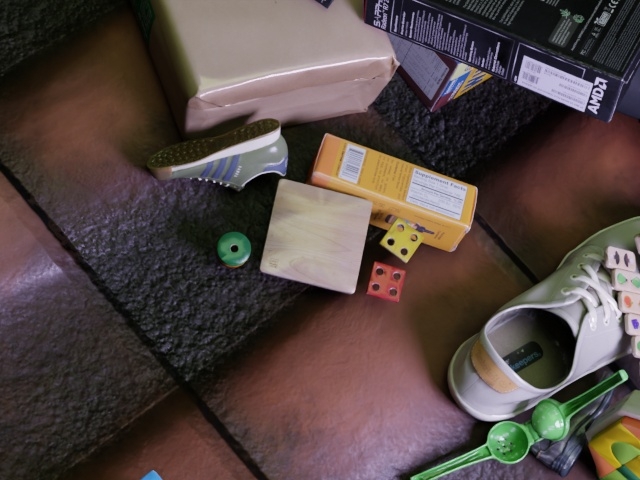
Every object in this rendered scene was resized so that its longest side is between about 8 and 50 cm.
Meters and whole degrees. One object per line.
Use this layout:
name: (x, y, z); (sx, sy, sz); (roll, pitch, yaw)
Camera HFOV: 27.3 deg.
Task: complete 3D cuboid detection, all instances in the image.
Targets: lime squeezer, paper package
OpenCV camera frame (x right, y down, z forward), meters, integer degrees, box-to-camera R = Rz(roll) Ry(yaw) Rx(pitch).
lime squeezer: (0.265, 0.240, 1.712); (0.310, 0.110, 0.059); (-30, 55, 17)
paper package: (-0.097, -0.326, 1.869); (0.309, 0.168, 0.325); (-13, 71, -20)

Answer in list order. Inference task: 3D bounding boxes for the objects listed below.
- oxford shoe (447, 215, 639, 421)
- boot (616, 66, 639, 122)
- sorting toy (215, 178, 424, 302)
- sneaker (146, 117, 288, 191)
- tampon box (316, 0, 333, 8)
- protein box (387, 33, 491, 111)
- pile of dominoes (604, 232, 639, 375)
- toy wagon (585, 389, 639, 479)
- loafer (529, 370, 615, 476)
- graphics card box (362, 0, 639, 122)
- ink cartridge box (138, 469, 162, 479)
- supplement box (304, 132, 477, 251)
oxford shoe: (0.365, 0.095, 1.817); (0.449, 0.130, 0.169); (-31, 73, -27)
boot: (0.530, -0.111, 1.902); (0.367, 0.146, 0.445); (-8, 68, -39)
sorting toy: (0.000, 0.000, 1.798); (0.274, 0.046, 0.132); (13, 76, -8)
sneaker: (-0.134, -0.098, 1.808); (0.192, 0.086, 0.064); (-16, 34, 6)
tampon box: (0.025, -0.421, 1.782); (0.101, 0.120, 0.161); (35, 61, 3)
protein box: (0.194, -0.341, 1.968); (0.199, 0.136, 0.201); (-32, 77, -25)
pile of dominoes: (0.492, 0.105, 1.819); (0.196, 0.040, 0.251); (-13, 86, -42)
toy wagon: (0.497, 0.330, 1.661); (0.344, 0.267, 0.068); (43, 64, 7)
loafer: (0.346, 0.236, 1.784); (0.061, 0.062, 0.170); (30, 59, 16)
graphics card box: (0.270, -0.328, 1.786); (0.370, 0.094, 0.233); (23, 55, 15)
ink cartridge box: (-0.248, 0.396, 1.543); (0.231, 0.078, 0.134); (-36, 78, -26)
supplement box: (0.097, -0.066, 1.849); (0.233, 0.078, 0.080); (21, 59, -5)
